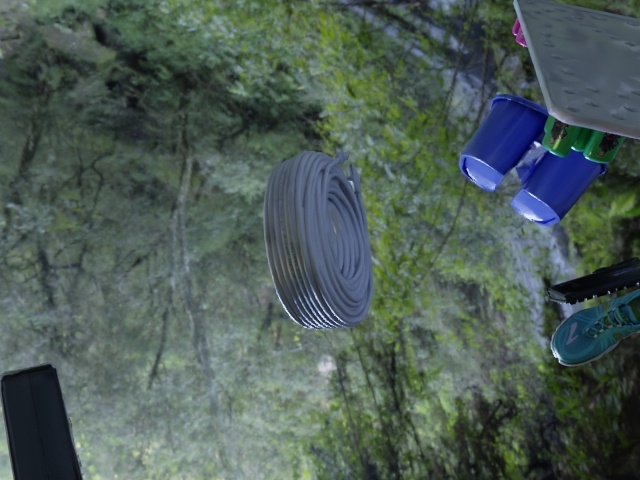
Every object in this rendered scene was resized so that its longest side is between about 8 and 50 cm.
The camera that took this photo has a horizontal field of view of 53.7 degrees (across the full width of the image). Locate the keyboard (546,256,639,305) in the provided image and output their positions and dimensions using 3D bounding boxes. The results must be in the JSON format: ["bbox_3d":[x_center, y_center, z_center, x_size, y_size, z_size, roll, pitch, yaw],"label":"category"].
[{"bbox_3d":[0.361,0.041,0.742,0.180,0.023,0.108,-17,-178,5],"label":"keyboard"}]

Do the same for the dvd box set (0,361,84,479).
[{"bbox_3d":[-0.304,0.362,0.749,0.062,0.307,0.420,-12,152,-26],"label":"dvd box set"}]

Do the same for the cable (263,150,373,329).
[{"bbox_3d":[0.000,0.000,0.903,0.089,0.257,0.257,-11,-179,20],"label":"cable"}]

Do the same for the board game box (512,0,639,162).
[{"bbox_3d":[0.418,-0.162,0.705,0.390,0.050,0.390,13,-143,2],"label":"board game box"}]

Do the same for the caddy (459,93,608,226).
[{"bbox_3d":[0.409,-0.164,1.218,0.179,0.241,0.341,-53,170,4],"label":"caddy"}]

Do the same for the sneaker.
[{"bbox_3d":[0.604,0.164,1.309,0.275,0.107,0.110,-31,158,4],"label":"sneaker"}]
